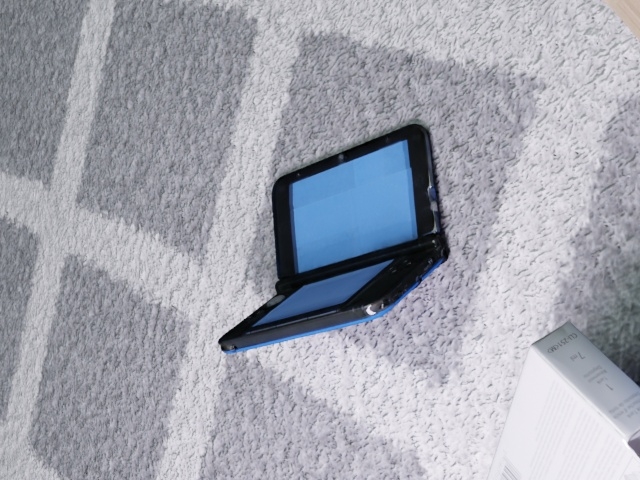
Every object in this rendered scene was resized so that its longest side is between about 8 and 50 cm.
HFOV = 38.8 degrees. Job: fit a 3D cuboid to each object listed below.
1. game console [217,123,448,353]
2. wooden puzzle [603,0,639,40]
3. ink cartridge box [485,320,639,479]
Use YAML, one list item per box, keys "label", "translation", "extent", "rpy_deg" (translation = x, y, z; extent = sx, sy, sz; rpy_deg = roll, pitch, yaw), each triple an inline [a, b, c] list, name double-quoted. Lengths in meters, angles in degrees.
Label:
- label: "game console"
  translation: [0.000, 0.000, 1.183]
  extent: [0.293, 0.250, 0.173]
  rpy_deg: [-19, 101, 41]
- label: "wooden puzzle"
  translation: [0.388, -0.264, 0.871]
  extent: [0.239, 0.044, 0.221]
  rpy_deg: [63, 145, 35]
- label: "ink cartridge box"
  translation: [0.276, 0.249, 0.884]
  extent: [0.239, 0.060, 0.275]
  rpy_deg: [48, 152, 33]
